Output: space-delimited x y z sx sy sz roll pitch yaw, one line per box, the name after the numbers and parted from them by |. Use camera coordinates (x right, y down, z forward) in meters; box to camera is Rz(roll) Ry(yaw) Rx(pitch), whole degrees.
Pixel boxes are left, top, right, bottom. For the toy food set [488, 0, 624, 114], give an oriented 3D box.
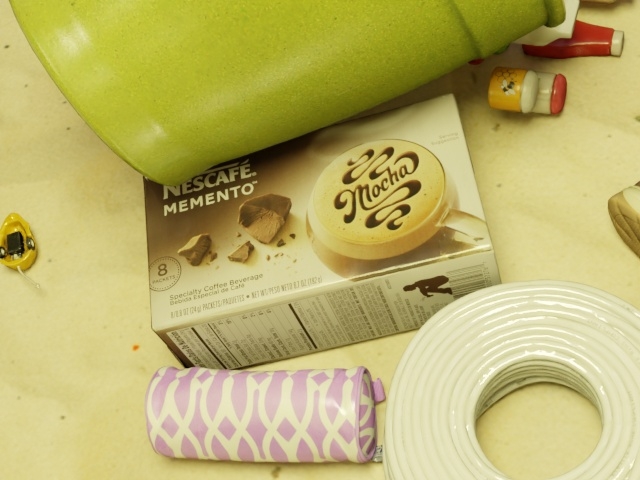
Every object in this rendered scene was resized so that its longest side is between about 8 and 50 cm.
0.240 -0.207 1.015 0.104 0.111 0.232 10 65 21 | toy food set

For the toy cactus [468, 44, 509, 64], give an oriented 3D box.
0.145 -0.271 1.101 0.180 0.112 0.219 -27 53 -22 | toy cactus

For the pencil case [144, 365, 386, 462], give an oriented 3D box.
-0.047 0.145 0.920 0.206 0.086 0.088 -1 28 13 | pencil case

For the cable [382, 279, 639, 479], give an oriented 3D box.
0.172 0.155 0.847 0.257 0.089 0.257 8 64 20 | cable

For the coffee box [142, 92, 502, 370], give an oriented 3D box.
0.000 0.000 0.963 0.297 0.119 0.168 -13 58 9 | coffee box

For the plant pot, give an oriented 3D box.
-0.051 -0.234 0.875 0.353 0.366 0.366 -32 58 10 | plant pot

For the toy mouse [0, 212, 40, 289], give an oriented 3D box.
-0.362 0.016 1.109 0.143 0.031 0.161 -22 58 3 | toy mouse

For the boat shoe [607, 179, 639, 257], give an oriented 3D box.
0.361 0.028 0.858 0.092 0.103 0.285 -43 53 -4 | boat shoe
